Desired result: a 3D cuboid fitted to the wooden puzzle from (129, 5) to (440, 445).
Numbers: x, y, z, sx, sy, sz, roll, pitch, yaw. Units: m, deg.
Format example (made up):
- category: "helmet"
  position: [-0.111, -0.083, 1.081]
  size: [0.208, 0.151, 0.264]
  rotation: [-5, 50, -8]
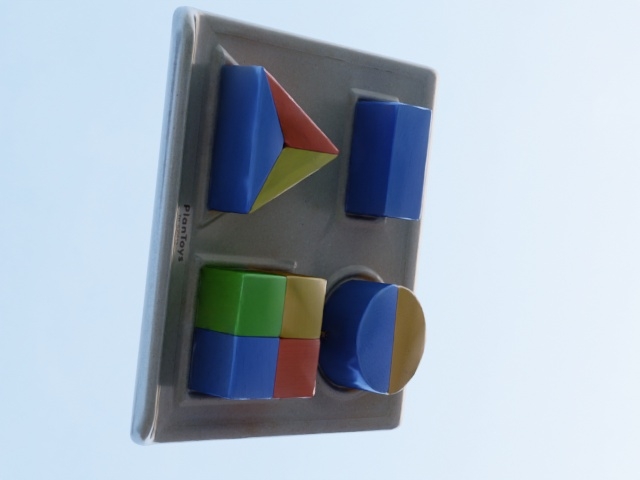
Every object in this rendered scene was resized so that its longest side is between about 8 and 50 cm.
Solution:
- category: "wooden puzzle"
  position: [0.000, 0.000, 1.130]
  size: [0.348, 0.080, 0.322]
  rotation: [5, -89, -52]
